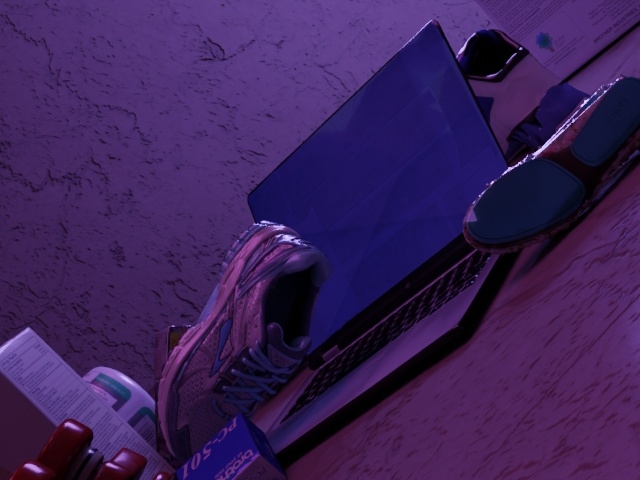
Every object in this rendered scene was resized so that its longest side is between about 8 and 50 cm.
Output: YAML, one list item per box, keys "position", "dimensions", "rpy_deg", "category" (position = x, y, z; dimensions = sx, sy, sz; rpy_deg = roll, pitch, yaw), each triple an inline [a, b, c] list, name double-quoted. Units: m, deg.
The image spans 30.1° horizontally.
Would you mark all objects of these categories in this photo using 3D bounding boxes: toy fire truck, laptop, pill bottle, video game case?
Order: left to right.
- position: [-0.302, 0.375, 1.403]
  dimensions: [0.253, 0.169, 0.302]
  rpy_deg: [-62, -2, 16]
  category: "toy fire truck"
- position: [-0.442, 0.405, 2.054]
  dimensions: [0.361, 0.204, 0.204]
  rpy_deg: [-45, 4, -32]
  category: "pill bottle"
- position: [-0.222, 0.238, 1.808]
  dimensions: [0.042, 0.210, 0.232]
  rpy_deg: [0, -7, -13]
  category: "video game case"
- position: [0.017, 0.014, 1.328]
  dimensions: [0.382, 0.236, 0.408]
  rpy_deg: [-41, 4, 36]
  category: "laptop"

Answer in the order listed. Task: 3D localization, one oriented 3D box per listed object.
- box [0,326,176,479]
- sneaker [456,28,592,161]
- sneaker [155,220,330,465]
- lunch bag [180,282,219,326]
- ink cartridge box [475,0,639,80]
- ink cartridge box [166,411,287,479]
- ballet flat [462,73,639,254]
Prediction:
- position: [-0.352, 0.281, 1.623]
  dimensions: [0.121, 0.311, 0.148]
  rpy_deg: [-44, 1, 18]
  category: "box"
- position: [0.262, -0.218, 1.763]
  dimensions: [0.127, 0.182, 0.315]
  rpy_deg: [-43, 3, -16]
  category: "sneaker"
- position: [-0.079, 0.118, 1.263]
  dimensions: [0.122, 0.110, 0.283]
  rpy_deg: [18, 86, 51]
  category: "sneaker"
- position: [-0.133, 0.165, 1.880]
  dimensions: [0.262, 0.160, 0.223]
  rpy_deg: [-56, 11, -8]
  category: "lunch bag"
- position: [0.382, -0.501, 2.034]
  dimensions: [0.270, 0.395, 0.151]
  rpy_deg: [-39, 6, 46]
  category: "ink cartridge box"
- position: [-0.133, 0.276, 1.205]
  dimensions: [0.207, 0.046, 0.097]
  rpy_deg: [-43, 24, 1]
  category: "ink cartridge box"
- position: [0.240, -0.060, 1.149]
  dimensions: [0.241, 0.091, 0.077]
  rpy_deg: [-39, -27, -6]
  category: "ballet flat"
